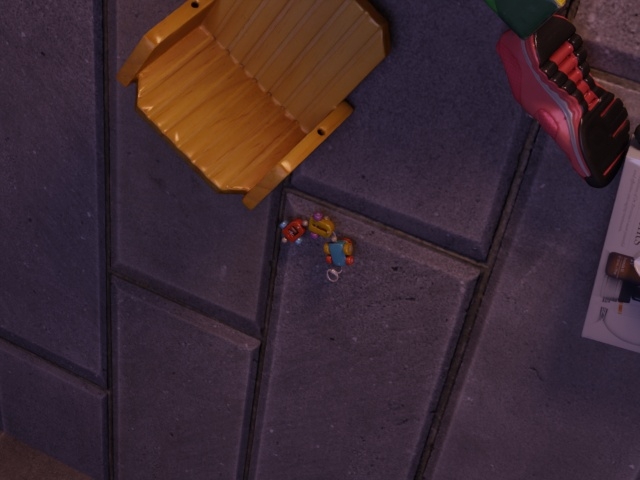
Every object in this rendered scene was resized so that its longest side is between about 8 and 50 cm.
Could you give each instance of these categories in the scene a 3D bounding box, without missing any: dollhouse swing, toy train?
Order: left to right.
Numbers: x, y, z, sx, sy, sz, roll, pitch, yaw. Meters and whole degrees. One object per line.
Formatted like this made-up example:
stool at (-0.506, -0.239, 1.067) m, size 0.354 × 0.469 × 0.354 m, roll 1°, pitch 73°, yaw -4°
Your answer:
dollhouse swing at (-0.110, -0.302, 1.554) m, size 0.347 × 0.315 × 0.305 m, roll 46°, pitch 152°, yaw -5°
toy train at (0.000, 0.000, 1.847) m, size 0.166 × 0.046 × 0.125 m, roll 45°, pitch 133°, yaw 0°

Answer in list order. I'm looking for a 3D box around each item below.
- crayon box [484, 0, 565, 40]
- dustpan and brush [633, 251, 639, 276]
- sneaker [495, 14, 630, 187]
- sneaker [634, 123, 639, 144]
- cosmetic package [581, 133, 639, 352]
crayon box at (0.237, -0.457, 1.293) m, size 0.318 × 0.202 × 0.081 m, roll 46°, pitch 132°, yaw -3°
dustpan and brush at (0.613, 0.076, 1.407) m, size 0.211 × 0.060 × 0.147 m, roll 42°, pitch 131°, yaw -2°
sneaker at (0.390, -0.225, 1.448) m, size 0.314 × 0.116 × 0.136 m, roll 56°, pitch 160°, yaw -23°
sneaker at (0.592, -0.201, 1.348) m, size 0.234 × 0.078 × 0.106 m, roll -6°, pitch 115°, yaw 28°
cosmetic package at (0.615, 0.034, 1.483) m, size 0.284 × 0.097 × 0.377 m, roll 14°, pitch 127°, yaw 18°
